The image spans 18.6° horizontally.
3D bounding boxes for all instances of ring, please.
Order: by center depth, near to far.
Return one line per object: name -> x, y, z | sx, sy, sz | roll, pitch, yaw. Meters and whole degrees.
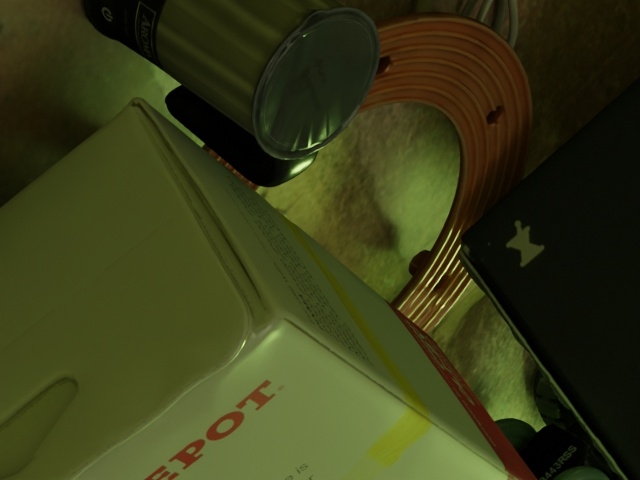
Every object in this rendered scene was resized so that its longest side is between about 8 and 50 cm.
ring -> 0.000, 0.000, 1.208 | 0.337, 0.032, 0.336 | -30, 144, -25

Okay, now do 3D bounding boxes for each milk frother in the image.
milk frother -> -0.020, -0.116, 0.994 | 0.143, 0.135, 0.129 | -43, 147, -15

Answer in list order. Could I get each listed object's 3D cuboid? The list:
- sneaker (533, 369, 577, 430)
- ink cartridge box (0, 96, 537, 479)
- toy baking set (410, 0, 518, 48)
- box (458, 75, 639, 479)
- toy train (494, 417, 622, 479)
sneaker -> 0.243, 0.136, 1.625 | 0.106, 0.101, 0.267 | -61, 153, -32
ink cartridge box -> -0.078, 0.128, 1.068 | 0.279, 0.160, 0.385 | -38, 148, 7
toy baking set -> 0.132, -0.199, 1.201 | 0.256, 0.030, 0.196 | -39, 145, -21
box -> 0.429, -0.021, 1.348 | 0.480, 0.297, 0.472 | -43, 155, 17
toy train -> 0.140, 0.290, 1.535 | 0.334, 0.142, 0.190 | -46, 124, -11
